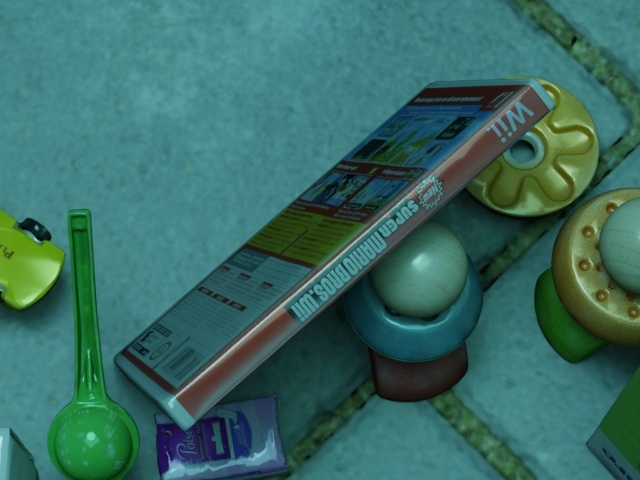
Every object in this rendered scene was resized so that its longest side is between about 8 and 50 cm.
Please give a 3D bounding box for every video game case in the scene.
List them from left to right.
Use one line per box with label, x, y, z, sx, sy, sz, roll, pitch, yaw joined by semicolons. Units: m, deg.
video game case;0.000;0.000;1.190;0.285;0.204;0.025;-41;102;-8

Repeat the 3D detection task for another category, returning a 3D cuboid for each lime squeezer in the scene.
lime squeezer;-0.144;0.143;1.157;0.059;0.110;0.310;-8;68;15

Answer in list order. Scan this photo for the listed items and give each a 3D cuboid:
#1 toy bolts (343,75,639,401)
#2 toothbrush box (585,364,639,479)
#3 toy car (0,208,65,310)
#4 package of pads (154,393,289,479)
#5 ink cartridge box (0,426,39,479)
toy bolts;0.115;-0.012;1.226;0.228;0.158;0.218;-20;73;-8
toothbrush box;0.287;0.070;1.138;0.206;0.283;0.122;-38;78;-13
toy car;-0.302;-0.029;1.278;0.225;0.053;0.239;-21;73;-8
package of pads;-0.064;0.130;1.242;0.083;0.032;0.050;-8;69;-4
ink cartridge box;-0.310;0.209;1.129;0.272;0.115;0.198;1;73;0
